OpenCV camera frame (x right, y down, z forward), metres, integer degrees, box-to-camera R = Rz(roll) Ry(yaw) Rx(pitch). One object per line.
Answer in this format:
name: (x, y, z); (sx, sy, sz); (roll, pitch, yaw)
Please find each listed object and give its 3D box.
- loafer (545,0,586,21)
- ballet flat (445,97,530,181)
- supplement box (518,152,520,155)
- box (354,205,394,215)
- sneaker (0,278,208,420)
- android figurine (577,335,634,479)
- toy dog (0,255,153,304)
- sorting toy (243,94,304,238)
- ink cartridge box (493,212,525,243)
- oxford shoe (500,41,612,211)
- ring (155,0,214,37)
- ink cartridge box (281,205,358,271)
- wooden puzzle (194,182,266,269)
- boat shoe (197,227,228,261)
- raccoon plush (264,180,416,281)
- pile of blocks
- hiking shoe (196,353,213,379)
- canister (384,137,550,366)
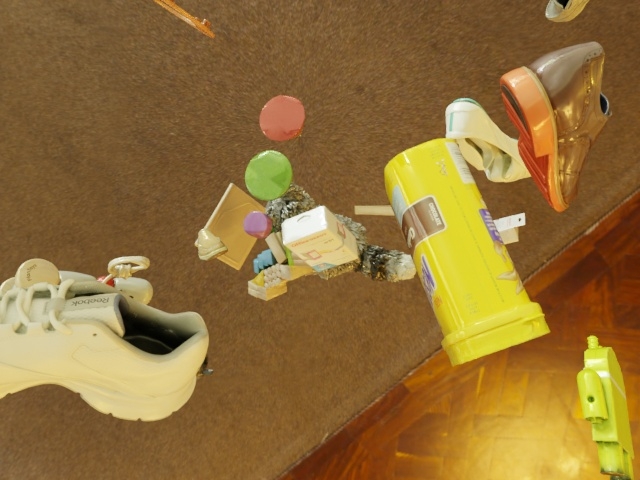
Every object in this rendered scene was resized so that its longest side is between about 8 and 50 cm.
loafer: (0.709, -0.705, 1.437); (0.111, 0.319, 0.112); (4, 94, 0)
ballet flat: (0.475, -0.237, 1.400); (0.400, 0.139, 0.139); (26, 100, -33)
supplement box: (0.433, -0.178, 1.010); (0.055, 0.083, 0.043); (-26, 98, 33)
box: (0.196, -0.062, 1.066); (0.164, 0.201, 0.021); (-3, 97, -36)
sneaker: (-0.239, 0.078, 0.444); (0.297, 0.111, 0.129); (13, 133, -29)
android figurine: (0.574, 0.331, 1.017); (0.056, 0.273, 0.248); (-15, 144, 35)
toy dog: (-0.552, 0.148, 1.158); (0.334, 0.220, 0.161); (-1, 66, -23)
sorting toy: (-0.107, -0.180, 1.314); (0.127, 0.126, 0.365); (12, 88, 19)
ink cartridge box: (0.303, -0.015, 0.848); (0.083, 0.048, 0.028); (-16, 111, 28)
oxford shoe: (0.285, -0.113, 0.580); (0.098, 0.271, 0.097); (-28, 60, 16)
ring: (-0.440, -0.678, 1.416); (0.336, 0.336, 0.032); (32, 100, -8)
ink cartridge box: (0.000, 0.000, 0.910); (0.088, 0.052, 0.122); (-21, 143, 22)
wooden puzzle: (-0.276, -0.041, 1.610); (0.044, 0.239, 0.221); (24, 81, 34)
boat shoe: (-0.280, 0.006, 1.253); (0.068, 0.190, 0.072); (-22, 100, -21)
raccoon plush: (0.047, -0.038, 1.462); (0.446, 0.299, 0.216); (1, 64, 22)
pile of blocks: (-0.088, 0.050, 1.439); (0.362, 0.113, 0.149); (-36, 79, 45)
hiking shoe: (-0.323, 0.283, 1.172); (0.114, 0.227, 0.086); (11, 91, -27)
canister: (0.115, 0.013, 0.432); (0.073, 0.126, 0.170); (-21, 72, 5)
